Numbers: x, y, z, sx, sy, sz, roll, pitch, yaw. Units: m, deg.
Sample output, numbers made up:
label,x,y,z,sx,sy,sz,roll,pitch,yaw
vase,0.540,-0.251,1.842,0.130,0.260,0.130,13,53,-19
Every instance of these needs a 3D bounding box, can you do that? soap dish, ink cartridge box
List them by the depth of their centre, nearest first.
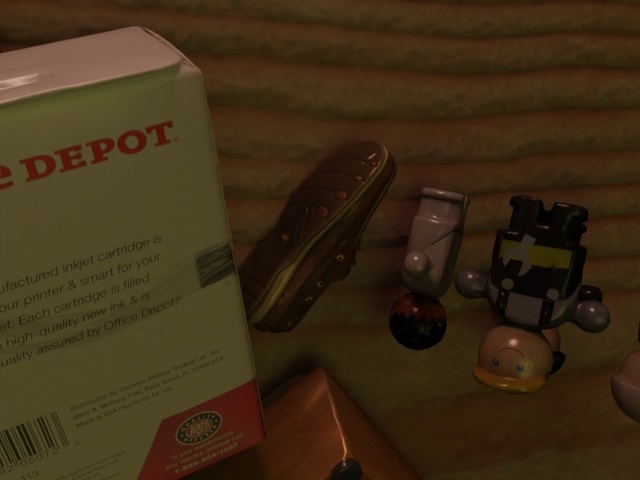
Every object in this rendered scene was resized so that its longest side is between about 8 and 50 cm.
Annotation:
label,x,y,z,sx,sy,sz,roll,pitch,yaw
ink cartridge box,-0.161,0.032,0.429,0.207,0.117,0.283,-19,124,-20
soap dish,-0.003,0.284,0.625,0.229,0.118,0.291,-39,119,-3

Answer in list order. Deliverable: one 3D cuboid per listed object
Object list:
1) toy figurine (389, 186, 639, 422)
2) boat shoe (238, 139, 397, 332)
label,x,y,z,sx,sy,sz,roll,pitch,yaw
toy figurine,0.171,0.050,0.544,0.209,0.213,0.148,11,93,-26
boat shoe,0.000,0.000,0.544,0.060,0.064,0.178,32,103,-34
